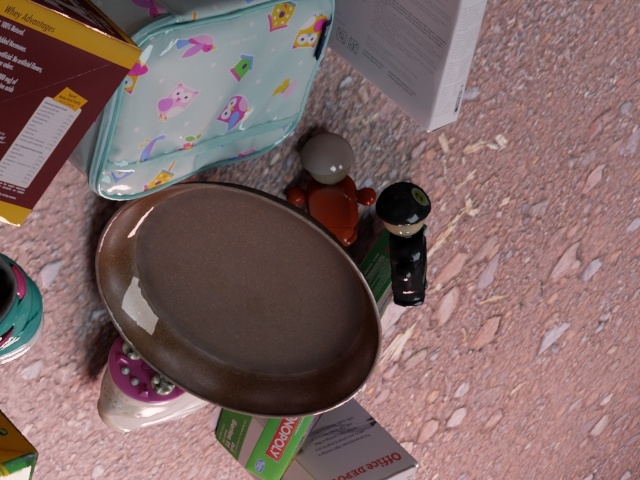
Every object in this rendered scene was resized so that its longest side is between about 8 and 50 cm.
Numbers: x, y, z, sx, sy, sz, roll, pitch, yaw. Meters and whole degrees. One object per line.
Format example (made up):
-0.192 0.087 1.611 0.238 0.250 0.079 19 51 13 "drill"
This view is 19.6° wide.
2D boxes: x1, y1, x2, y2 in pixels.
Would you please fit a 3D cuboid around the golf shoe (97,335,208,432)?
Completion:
-0.131 0.129 2.119 0.306 0.115 0.140 -18 156 -38 "golf shoe"

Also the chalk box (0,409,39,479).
-0.424 0.285 1.839 0.179 0.180 0.289 -15 136 -42 "chalk box"

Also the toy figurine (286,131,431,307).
0.000 0.000 2.011 0.210 0.213 0.148 -28 134 -24 "toy figurine"

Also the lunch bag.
-0.117 -0.158 1.773 0.279 0.108 0.224 -19 139 -39 "lunch bag"

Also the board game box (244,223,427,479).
0.022 0.121 2.190 0.317 0.046 0.213 -53 170 -55 "board game box"

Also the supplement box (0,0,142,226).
-0.293 -0.141 1.553 0.194 0.129 0.191 -54 149 11 "supplement box"

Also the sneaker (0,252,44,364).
-0.383 0.079 1.629 0.296 0.123 0.178 -20 162 -17 "sneaker"

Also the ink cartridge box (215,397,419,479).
-0.005 0.262 2.307 0.153 0.208 0.086 -17 138 -40 "ink cartridge box"

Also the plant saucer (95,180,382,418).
-0.079 0.054 1.901 0.050 0.311 0.310 -63 168 -47 "plant saucer"

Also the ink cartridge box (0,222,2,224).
-0.356 -0.023 1.688 0.088 0.052 0.122 -50 149 6 "ink cartridge box"

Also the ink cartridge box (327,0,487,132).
0.067 -0.252 1.781 0.045 0.223 0.224 -26 145 -32 "ink cartridge box"
